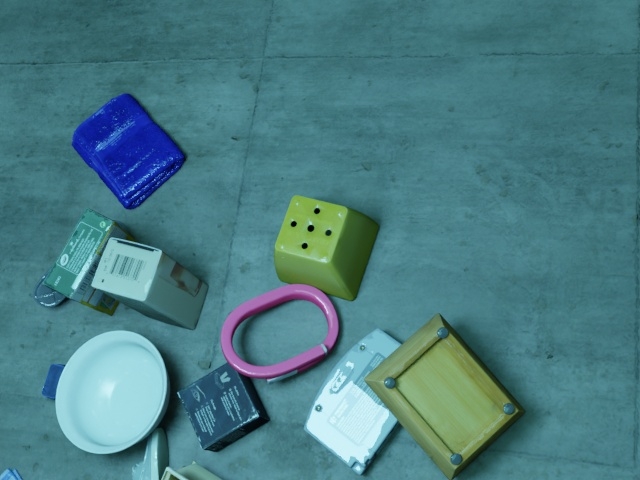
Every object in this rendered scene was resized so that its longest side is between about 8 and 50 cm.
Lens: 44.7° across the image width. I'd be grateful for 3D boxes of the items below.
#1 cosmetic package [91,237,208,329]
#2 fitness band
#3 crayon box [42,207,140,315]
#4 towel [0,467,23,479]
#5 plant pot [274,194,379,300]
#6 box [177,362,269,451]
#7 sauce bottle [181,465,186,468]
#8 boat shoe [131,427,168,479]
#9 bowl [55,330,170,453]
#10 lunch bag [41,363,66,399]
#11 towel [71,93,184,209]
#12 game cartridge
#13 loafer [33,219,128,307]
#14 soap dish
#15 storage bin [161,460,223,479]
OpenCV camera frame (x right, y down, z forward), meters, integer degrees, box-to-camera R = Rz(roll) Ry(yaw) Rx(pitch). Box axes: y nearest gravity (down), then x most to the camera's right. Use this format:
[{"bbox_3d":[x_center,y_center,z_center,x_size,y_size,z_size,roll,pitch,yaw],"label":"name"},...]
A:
[{"bbox_3d":[-0.405,0.110,1.896,0.153,0.296,0.129,13,74,17],"label":"cosmetic package"},{"bbox_3d":[-0.096,0.219,1.866,0.290,0.054,0.209,-22,65,-14],"label":"fitness band"},{"bbox_3d":[-0.549,0.063,1.930,0.083,0.323,0.203,26,79,8],"label":"crayon box"},{"bbox_3d":[-0.818,0.735,1.928,0.285,0.034,0.209,-45,68,-4],"label":"towel"},{"bbox_3d":[0.000,0.000,1.888,0.212,0.187,0.212,15,75,19],"label":"plant pot"},{"bbox_3d":[-0.231,0.397,1.860,0.158,0.093,0.156,-31,65,3],"label":"box"},{"bbox_3d":[-0.284,0.583,1.838,0.128,0.042,0.042,39,84,23],"label":"sauce bottle"},{"bbox_3d":[-0.413,0.564,1.857,0.081,0.079,0.228,-3,74,9],"label":"boat shoe"},{"bbox_3d":[-0.483,0.379,1.906,0.297,0.134,0.298,-6,67,16],"label":"bowl"},{"bbox_3d":[-0.661,0.363,2.001,0.067,0.065,0.099,7,74,33],"label":"lunch bag"},{"bbox_3d":[-0.546,-0.258,2.181,0.227,0.076,0.308,-43,67,-2],"label":"towel"},{"bbox_3d":[0.106,0.363,1.808,0.198,0.062,0.297,34,83,26],"label":"game cartridge"},{"bbox_3d":[-0.644,0.054,2.090,0.302,0.095,0.109,-43,101,-6],"label":"loafer"},{"bbox_3d":[0.273,0.339,1.699,0.229,0.118,0.291,-40,81,-6],"label":"soap dish"},{"bbox_3d":[-0.256,0.672,1.729,0.262,0.123,0.261,24,95,21],"label":"storage bin"}]
